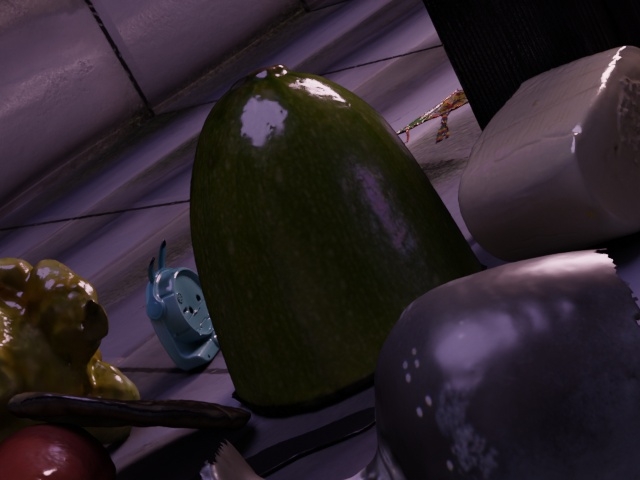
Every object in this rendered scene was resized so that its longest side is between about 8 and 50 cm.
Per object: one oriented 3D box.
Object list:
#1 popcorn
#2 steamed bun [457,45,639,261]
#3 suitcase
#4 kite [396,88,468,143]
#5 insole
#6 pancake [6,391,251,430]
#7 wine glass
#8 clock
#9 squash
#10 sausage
[{"bbox_3d":[-0.392,0.161,2.047,0.279,0.274,0.335,-39,18,-26],"label":"popcorn"},{"bbox_3d":[0.263,-0.077,1.846,0.200,0.154,0.250,-21,23,41],"label":"steamed bun"},{"bbox_3d":[0.264,-0.248,2.060,0.152,0.335,0.230,-35,15,-37],"label":"suitcase"},{"bbox_3d":[0.183,-0.185,2.657,0.198,0.006,0.244,-24,15,19],"label":"kite"},{"bbox_3d":[-0.026,0.203,1.739,0.188,0.004,0.064,-25,15,17],"label":"insole"},{"bbox_3d":[-0.201,0.178,1.857,0.250,0.031,0.250,3,-7,0],"label":"pancake"},{"bbox_3d":[0.098,0.152,1.249,0.323,0.238,0.238,-26,15,6],"label":"wine glass"},{"bbox_3d":[-0.170,0.076,2.159,0.045,0.147,0.108,-23,16,24],"label":"clock"},{"bbox_3d":[-0.024,-0.022,1.899,0.310,0.309,0.310,-27,16,8],"label":"squash"},{"bbox_3d":[-0.272,0.258,1.742,0.148,0.148,0.254,-27,7,8],"label":"sausage"}]
